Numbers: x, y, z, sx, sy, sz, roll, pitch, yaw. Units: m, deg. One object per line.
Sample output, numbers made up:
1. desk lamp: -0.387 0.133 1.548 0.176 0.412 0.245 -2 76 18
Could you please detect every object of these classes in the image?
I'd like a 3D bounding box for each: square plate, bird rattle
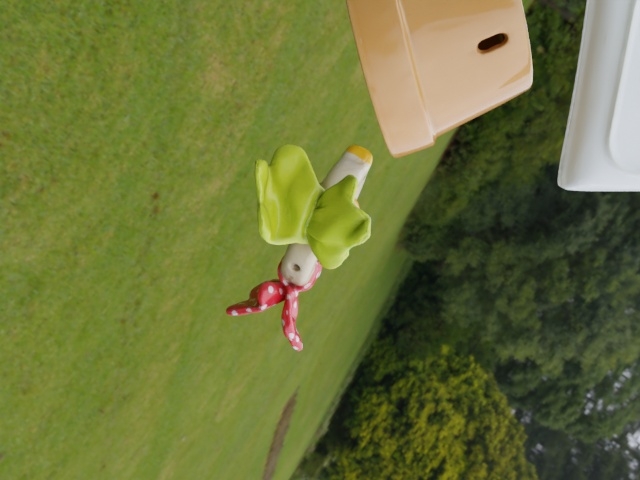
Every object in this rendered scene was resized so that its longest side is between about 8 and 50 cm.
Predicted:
1. square plate: 0.489 -0.203 0.846 0.049 0.348 0.343 -73 164 -60
2. bird rattle: 0.000 0.000 0.824 0.207 0.143 0.253 -54 162 -40

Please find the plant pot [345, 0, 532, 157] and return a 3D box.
1. plant pot: 0.163 -0.277 0.957 0.204 0.290 0.291 -14 -177 12
